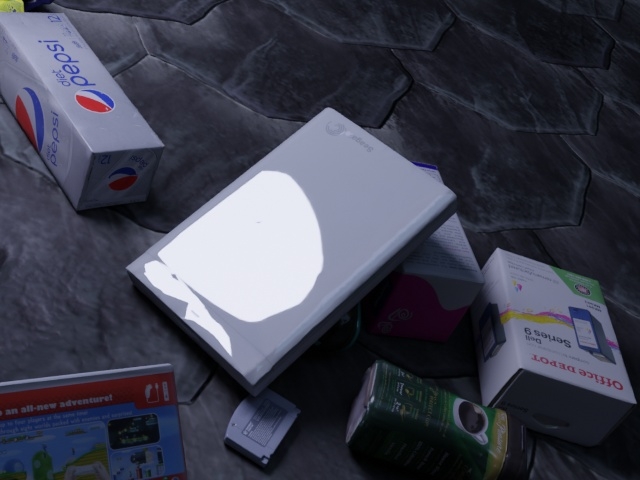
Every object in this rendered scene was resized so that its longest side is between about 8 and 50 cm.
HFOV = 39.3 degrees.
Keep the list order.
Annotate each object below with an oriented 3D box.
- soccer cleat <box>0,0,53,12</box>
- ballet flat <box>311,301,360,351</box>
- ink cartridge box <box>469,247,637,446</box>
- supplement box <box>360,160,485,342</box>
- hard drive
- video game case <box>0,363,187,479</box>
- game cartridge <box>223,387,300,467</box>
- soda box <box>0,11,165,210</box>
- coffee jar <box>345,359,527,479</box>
[{"bbox_3d":[-0.460,-0.317,1.195,0.121,0.093,0.289,33,37,-1],"label":"soccer cleat"},{"bbox_3d":[0.000,0.000,1.049,0.096,0.095,0.280,27,39,-25],"label":"ballet flat"},{"bbox_3d":[0.273,0.126,1.089,0.154,0.093,0.212,18,39,-11],"label":"ink cartridge box"},{"bbox_3d":[0.105,0.006,1.118,0.114,0.111,0.220,8,40,-22],"label":"supplement box"},{"bbox_3d":[-0.028,-0.001,0.976,0.203,0.040,0.307,38,67,26],"label":"hard drive"},{"bbox_3d":[-0.180,0.238,0.617,0.204,0.025,0.285,-2,78,-33],"label":"video game case"},{"bbox_3d":[-0.060,0.182,0.888,0.056,0.017,0.083,34,37,5],"label":"game cartridge"},{"bbox_3d":[-0.308,-0.165,1.098,0.098,0.091,0.286,-12,51,-41],"label":"soda box"},{"bbox_3d":[0.123,0.199,0.921,0.184,0.079,0.096,23,33,-2],"label":"coffee jar"}]
